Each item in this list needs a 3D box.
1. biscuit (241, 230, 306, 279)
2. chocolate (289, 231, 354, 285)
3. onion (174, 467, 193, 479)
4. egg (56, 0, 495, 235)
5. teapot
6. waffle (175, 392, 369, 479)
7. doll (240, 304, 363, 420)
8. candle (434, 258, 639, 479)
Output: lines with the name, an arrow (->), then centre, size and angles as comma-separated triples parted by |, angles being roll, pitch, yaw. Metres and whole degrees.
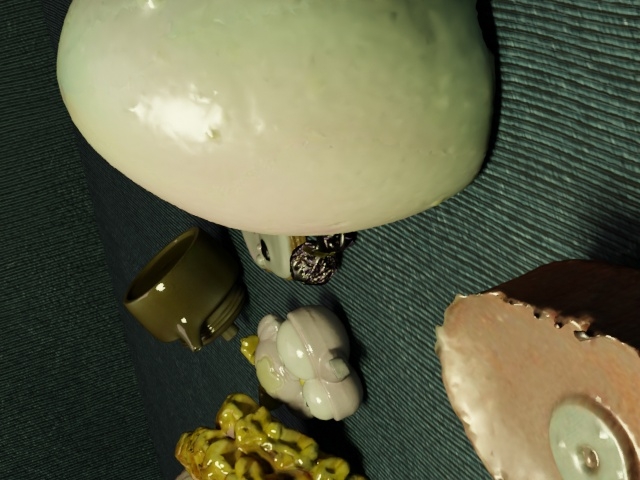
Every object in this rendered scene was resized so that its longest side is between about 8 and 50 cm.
biscuit -> -0.075, -0.029, 1.875 | 0.208, 0.049, 0.181 | -149, 44, -68
chocolate -> 0.003, 0.002, 1.634 | 0.072, 0.070, 0.147 | 39, 155, 11
onion -> -0.126, 0.532, 2.238 | 0.282, 0.260, 0.336 | -55, 29, 19
egg -> -0.064, -0.163, 1.206 | 0.354, 0.340, 0.354 | 164, 90, -75
teapot -> -0.203, 0.092, 2.215 | 0.175, 0.185, 0.267 | 48, -157, -17
waffle -> -0.074, 0.345, 1.944 | 0.261, 0.151, 0.324 | 38, 163, -9
doll -> -0.024, 0.171, 1.829 | 0.365, 0.094, 0.160 | 160, 90, -74
candle -> 0.232, 0.135, 0.934 | 0.317, 0.131, 0.287 | 57, 153, 17
